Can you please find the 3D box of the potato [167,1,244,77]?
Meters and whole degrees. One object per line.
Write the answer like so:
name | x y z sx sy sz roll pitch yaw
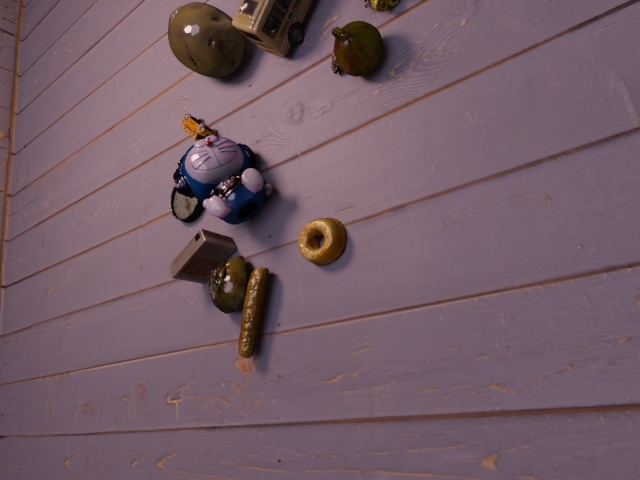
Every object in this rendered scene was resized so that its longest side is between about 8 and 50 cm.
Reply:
potato | -0.427 -0.733 1.676 0.326 0.243 0.221 34 77 30

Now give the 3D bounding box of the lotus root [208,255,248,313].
lotus root | -0.315 0.137 1.497 0.183 0.078 0.203 -51 39 24

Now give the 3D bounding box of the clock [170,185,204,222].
clock | -0.506 -0.160 1.747 0.184 0.040 0.184 -7 77 35

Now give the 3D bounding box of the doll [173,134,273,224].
doll | -0.326 -0.207 1.512 0.284 0.240 0.310 -34 71 -19

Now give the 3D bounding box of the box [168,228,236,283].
box | -0.404 0.058 1.569 0.201 0.141 0.058 -43 54 21

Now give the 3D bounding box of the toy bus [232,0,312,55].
toy bus | -0.124 -0.813 1.492 0.177 0.202 0.365 34 101 37

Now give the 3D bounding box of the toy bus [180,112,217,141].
toy bus | -0.466 -0.423 1.750 0.162 0.069 0.074 39 105 36

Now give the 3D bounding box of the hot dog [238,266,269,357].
hot dog | -0.211 0.222 1.429 0.061 0.088 0.286 9 82 0

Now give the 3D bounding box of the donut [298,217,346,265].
donut | 0.000 0.000 1.337 0.152 0.058 0.152 -7 78 37

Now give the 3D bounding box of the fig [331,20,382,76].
fig | 0.087 -0.547 1.298 0.142 0.186 0.148 -35 54 45

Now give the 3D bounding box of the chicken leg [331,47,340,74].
chicken leg | 0.063 -0.583 1.405 0.062 0.037 0.145 -172 96 -72

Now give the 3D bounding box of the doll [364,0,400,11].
doll | 0.141 -0.773 1.352 0.143 0.135 0.221 -33 52 -9
